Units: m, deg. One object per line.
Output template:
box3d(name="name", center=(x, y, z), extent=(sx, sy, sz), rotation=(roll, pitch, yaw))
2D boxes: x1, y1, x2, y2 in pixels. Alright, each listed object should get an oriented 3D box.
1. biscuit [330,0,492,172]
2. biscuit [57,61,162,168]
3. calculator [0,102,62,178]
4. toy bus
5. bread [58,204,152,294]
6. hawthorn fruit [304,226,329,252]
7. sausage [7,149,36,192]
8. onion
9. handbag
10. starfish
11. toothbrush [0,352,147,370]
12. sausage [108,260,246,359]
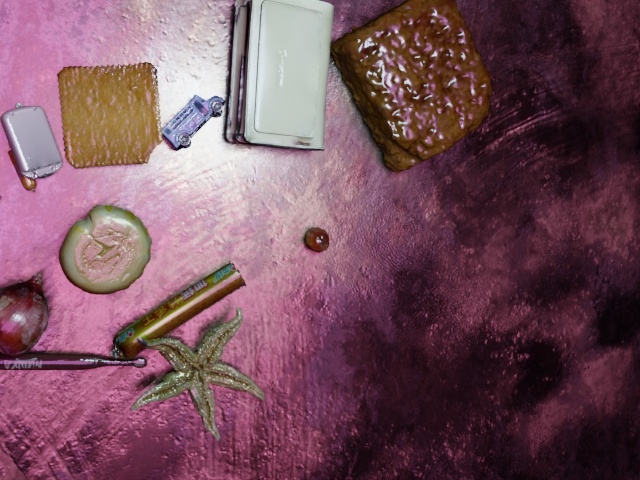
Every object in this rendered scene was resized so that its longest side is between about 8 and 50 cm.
box3d(name="biscuit", center=(0.253, -0.423, 1.727), extent=(0.342, 0.166, 0.395), rotation=(-34, 104, -14))
box3d(name="biscuit", center=(-0.489, -0.292, 1.549), extent=(0.231, 0.013, 0.237), rotation=(-4, 97, -4))
box3d(name="calculator", center=(-0.653, -0.226, 1.500), extent=(0.100, 0.032, 0.175), rotation=(-26, 104, -41))
box3d(name="toy bus", center=(-0.306, -0.295, 1.602), extent=(0.076, 0.073, 0.167), rotation=(44, 83, -7))
box3d(name="bread", center=(-0.500, 0.024, 1.555), extent=(0.213, 0.104, 0.214), rotation=(-2, 95, -21))
box3d(name="hawthorn fruit", center=(0.000, 0.000, 1.719), extent=(0.066, 0.103, 0.067), rotation=(-2, 95, -27))
box3d(name="sausage", center=(-0.680, -0.159, 1.516), extent=(0.031, 0.031, 0.107), rotation=(-23, 104, -15))
box3d(name="onion", center=(-0.681, 0.160, 1.492), extent=(0.159, 0.159, 0.195), rotation=(37, 63, -18))
box3d(name="handbag", center=(-0.093, -0.405, 1.620), extent=(0.236, 0.160, 0.359), rotation=(2, 96, -24))
box3d(name="starfish", center=(-0.312, 0.349, 1.661), extent=(0.346, 0.078, 0.358), rotation=(-11, 112, -28))
box3d(name="toothbrush", center=(-0.600, 0.290, 1.585), extent=(0.363, 0.041, 0.041), rotation=(4, 94, -19))
box3d(name="sausage", center=(-0.359, 0.178, 1.636), extent=(0.371, 0.082, 0.082), rotation=(-33, 104, -12))
